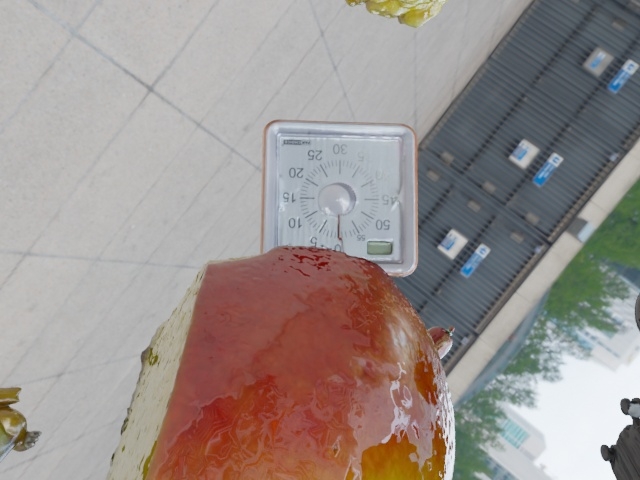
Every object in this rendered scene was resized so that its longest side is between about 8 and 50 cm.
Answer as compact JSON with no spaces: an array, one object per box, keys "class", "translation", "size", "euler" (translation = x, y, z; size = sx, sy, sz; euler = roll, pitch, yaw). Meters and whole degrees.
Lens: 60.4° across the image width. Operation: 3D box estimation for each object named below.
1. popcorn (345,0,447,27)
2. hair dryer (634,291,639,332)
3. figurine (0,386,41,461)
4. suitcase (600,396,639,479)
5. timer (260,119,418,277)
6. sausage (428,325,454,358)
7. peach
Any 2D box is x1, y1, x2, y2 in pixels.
[{"class":"popcorn","translation":[0.136,-0.479,0.931],"size":[0.250,0.250,0.190],"euler":[-47,157,-23]},{"class":"hair dryer","translation":[0.571,0.020,0.823],"size":[0.320,0.156,0.284],"euler":[37,62,-58]},{"class":"figurine","translation":[-0.369,0.161,0.525],"size":[0.121,0.122,0.176],"euler":[-51,138,-38]},{"class":"suitcase","translation":[0.574,0.384,0.740],"size":[0.335,0.230,0.152],"euler":[-96,-178,-53]},{"class":"timer","translation":[0.029,-0.056,0.940],"size":[0.161,0.258,0.250],"euler":[102,-12,-69]},{"class":"sausage","translation":[0.205,0.281,1.250],"size":[0.264,0.083,0.083],"euler":[-40,168,-8]},{"class":"peach","translation":[-0.014,0.171,0.463],"size":[0.242,0.306,0.380],"euler":[-39,-152,41]}]
